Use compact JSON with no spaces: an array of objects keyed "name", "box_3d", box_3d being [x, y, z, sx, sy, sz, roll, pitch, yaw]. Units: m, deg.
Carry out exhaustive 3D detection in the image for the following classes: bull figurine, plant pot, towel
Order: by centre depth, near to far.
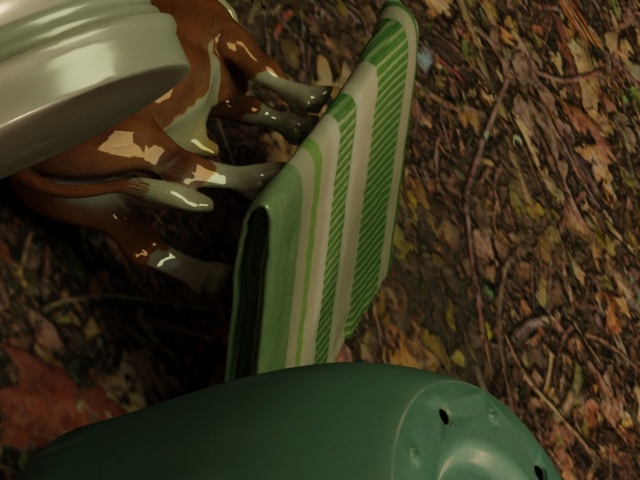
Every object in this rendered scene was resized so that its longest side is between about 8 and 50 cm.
[{"name":"plant pot","box_3d":[0.005,0.198,1.033,0.293,0.235,0.293,34,43,-38]},{"name":"bull figurine","box_3d":[-0.097,-0.103,1.286,0.188,0.101,0.310,28,46,0]},{"name":"towel","box_3d":[0.000,0.000,1.304,0.325,0.038,0.248,-57,159,-54]}]

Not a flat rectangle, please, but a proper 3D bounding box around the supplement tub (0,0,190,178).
[{"name":"supplement tub","box_3d":[-0.225,-0.196,1.070,0.228,0.228,0.316,-22,86,-58]}]
